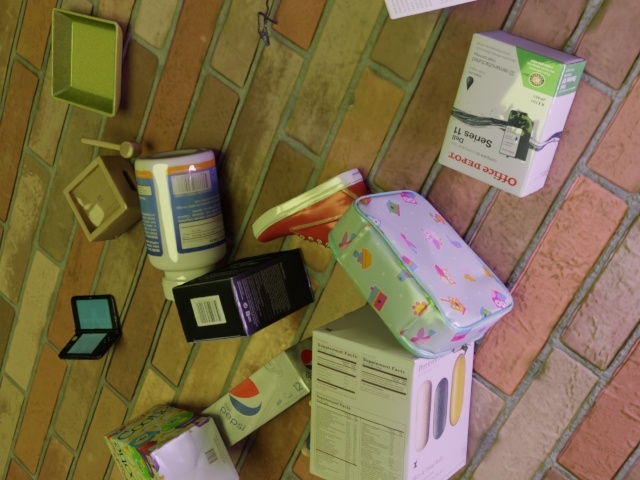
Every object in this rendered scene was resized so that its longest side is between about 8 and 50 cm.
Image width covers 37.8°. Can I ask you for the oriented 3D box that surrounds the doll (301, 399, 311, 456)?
[{"bbox_3d":[0.027,0.342,1.740,0.129,0.046,0.189,43,124,16],"label":"doll"}]

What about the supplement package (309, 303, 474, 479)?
[{"bbox_3d":[0.119,0.264,1.552,0.198,0.199,0.263,13,111,35],"label":"supplement package"}]

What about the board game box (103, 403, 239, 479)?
[{"bbox_3d":[-0.305,0.434,1.873,0.275,0.142,0.144,-7,108,59],"label":"board game box"}]

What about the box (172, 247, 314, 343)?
[{"bbox_3d":[-0.137,0.098,1.683,0.153,0.207,0.108,-11,97,38],"label":"box"}]

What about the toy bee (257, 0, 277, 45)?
[{"bbox_3d":[-0.066,-0.489,1.516,0.162,0.298,0.195,-14,58,10],"label":"toy bee"}]

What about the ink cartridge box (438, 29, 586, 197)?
[{"bbox_3d":[0.279,-0.188,1.382,0.153,0.087,0.209,26,118,27],"label":"ink cartridge box"}]

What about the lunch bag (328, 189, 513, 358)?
[{"bbox_3d":[0.160,0.051,1.457,0.279,0.224,0.108,52,123,18],"label":"lunch bag"}]

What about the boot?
[{"bbox_3d":[0.000,0.000,1.638,0.244,0.088,0.176,-24,90,34],"label":"boot"}]

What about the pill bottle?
[{"bbox_3d":[-0.259,-0.030,1.767,0.152,0.152,0.272,3,105,35],"label":"pill bottle"}]

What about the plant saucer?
[{"bbox_3d":[-0.462,-0.361,1.881,0.188,0.045,0.188,19,114,30],"label":"plant saucer"}]

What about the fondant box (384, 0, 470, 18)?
[{"bbox_3d":[0.216,-0.459,1.275,0.330,0.096,0.238,-6,123,30],"label":"fondant box"}]

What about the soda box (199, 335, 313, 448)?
[{"bbox_3d":[-0.103,0.296,1.787,0.286,0.098,0.091,-40,79,37],"label":"soda box"}]

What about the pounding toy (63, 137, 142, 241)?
[{"bbox_3d":[-0.415,-0.130,1.893,0.206,0.094,0.181,-37,76,27],"label":"pounding toy"}]

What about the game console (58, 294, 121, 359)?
[{"bbox_3d":[-0.519,0.193,2.062,0.144,0.124,0.085,-5,127,36],"label":"game console"}]
